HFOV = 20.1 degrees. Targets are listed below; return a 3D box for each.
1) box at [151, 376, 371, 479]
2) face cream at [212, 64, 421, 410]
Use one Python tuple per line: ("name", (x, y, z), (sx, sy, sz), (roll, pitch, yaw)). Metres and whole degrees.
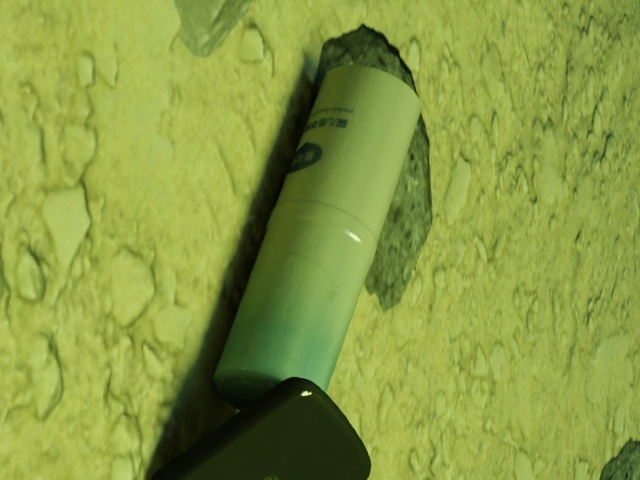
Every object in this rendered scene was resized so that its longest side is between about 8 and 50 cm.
("box", (-0.034, 0.150, 1.169), (0.125, 0.027, 0.126), (-36, 138, -2))
("face cream", (0.000, 0.000, 1.238), (0.077, 0.077, 0.250), (55, 45, -49))
